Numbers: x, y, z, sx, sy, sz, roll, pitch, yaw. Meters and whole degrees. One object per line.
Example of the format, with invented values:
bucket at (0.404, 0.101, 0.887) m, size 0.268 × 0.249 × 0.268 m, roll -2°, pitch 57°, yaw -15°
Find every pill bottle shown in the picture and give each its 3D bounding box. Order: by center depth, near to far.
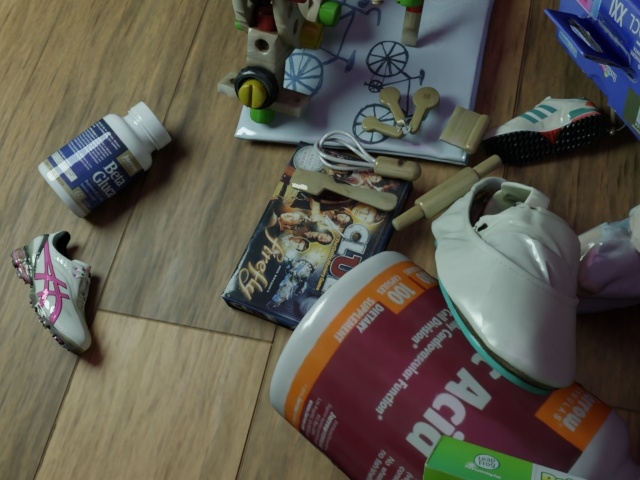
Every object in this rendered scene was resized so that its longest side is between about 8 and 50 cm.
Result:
pill bottle at (0.158, 0.206, 0.762) m, size 0.392 × 0.224 × 0.224 m, roll 37°, pitch 76°, yaw 22°
pill bottle at (-0.296, -0.117, 1.057) m, size 0.169 × 0.094 × 0.094 m, roll -39°, pitch 66°, yaw -9°

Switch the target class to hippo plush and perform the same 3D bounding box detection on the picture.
hippo plush at (0.393, 0.071, 0.830) m, size 0.294 × 0.234 × 0.236 m, roll -19°, pitch 78°, yaw -46°

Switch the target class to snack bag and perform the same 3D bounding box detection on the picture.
snack bag at (0.073, -0.266, 1.097) m, size 0.343 × 0.037 × 0.323 m, roll 8°, pitch 68°, yaw 13°

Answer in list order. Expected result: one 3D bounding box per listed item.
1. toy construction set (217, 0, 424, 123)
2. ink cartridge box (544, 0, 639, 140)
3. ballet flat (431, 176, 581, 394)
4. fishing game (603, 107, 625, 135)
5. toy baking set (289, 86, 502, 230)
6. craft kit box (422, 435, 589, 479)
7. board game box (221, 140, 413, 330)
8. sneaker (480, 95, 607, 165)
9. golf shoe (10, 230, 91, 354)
toy construction set at (-0.012, -0.286, 1.025) m, size 0.309 × 0.237 × 0.257 m, roll 0°, pitch 35°, yaw -8°
ink cartridge box at (0.472, -0.262, 0.913) m, size 0.396 × 0.151 × 0.270 m, roll -16°, pitch 50°, yaw -4°
ballet flat at (0.190, 0.009, 0.771) m, size 0.139 × 0.400 × 0.139 m, roll 1°, pitch 106°, yaw 3°
fishing game at (0.510, -0.197, 0.971) m, size 0.264 × 0.041 × 0.189 m, roll 8°, pitch 58°, yaw 21°
toy baking set at (0.099, -0.102, 0.978) m, size 0.256 × 0.030 × 0.197 m, roll -37°, pitch 61°, yaw -12°
craft kit box at (0.194, 0.305, 0.601) m, size 0.250 × 0.061 × 0.246 m, roll 12°, pitch 109°, yaw 23°
board game box at (0.000, 0.000, 0.983) m, size 0.165 × 0.042 × 0.243 m, roll 19°, pitch 70°, yaw 16°
sneaker at (0.290, -0.151, 1.007) m, size 0.161 × 0.057 × 0.075 m, roll -13°, pitch 40°, yaw 10°
golf shoe at (-0.339, 0.063, 0.997) m, size 0.086 × 0.067 × 0.186 m, roll -31°, pitch 64°, yaw -7°
